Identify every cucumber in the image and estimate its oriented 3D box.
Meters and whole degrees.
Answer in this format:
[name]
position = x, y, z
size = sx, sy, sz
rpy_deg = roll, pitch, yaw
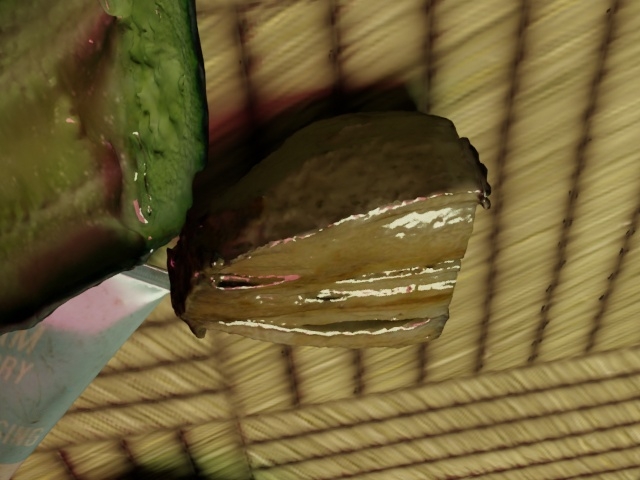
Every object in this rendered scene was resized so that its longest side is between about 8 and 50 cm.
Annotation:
[cucumber]
position = -0.110, -0.033, 0.378
size = 0.193, 0.086, 0.115
rpy_deg = -30, 94, 23

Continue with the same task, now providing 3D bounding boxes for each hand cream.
[hand cream]
position = -0.198, 0.105, 0.535
size = 0.111, 0.070, 0.312
rpy_deg = 22, 126, -25

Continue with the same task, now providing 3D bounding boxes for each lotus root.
[lotus root]
position = -0.001, -0.004, 0.451
size = 0.144, 0.070, 0.143
rpy_deg = -5, 147, -16
